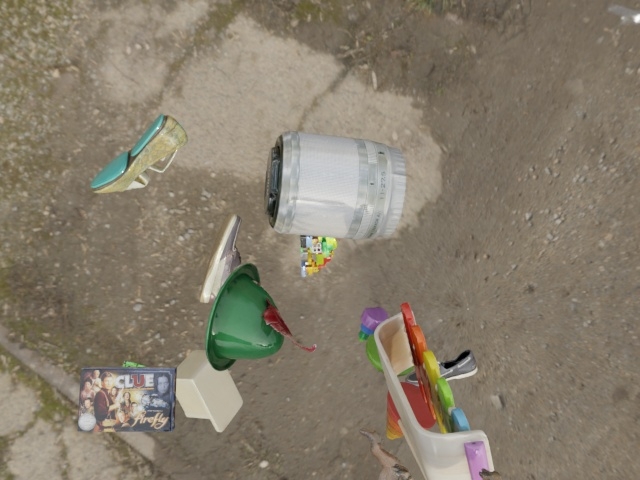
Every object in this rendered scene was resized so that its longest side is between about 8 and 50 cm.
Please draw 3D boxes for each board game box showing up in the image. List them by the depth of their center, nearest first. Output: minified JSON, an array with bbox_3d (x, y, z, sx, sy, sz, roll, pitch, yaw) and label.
[{"bbox_3d":[-0.509,0.418,1.448,0.243,0.042,0.165,1,85,-3],"label":"board game box"}]

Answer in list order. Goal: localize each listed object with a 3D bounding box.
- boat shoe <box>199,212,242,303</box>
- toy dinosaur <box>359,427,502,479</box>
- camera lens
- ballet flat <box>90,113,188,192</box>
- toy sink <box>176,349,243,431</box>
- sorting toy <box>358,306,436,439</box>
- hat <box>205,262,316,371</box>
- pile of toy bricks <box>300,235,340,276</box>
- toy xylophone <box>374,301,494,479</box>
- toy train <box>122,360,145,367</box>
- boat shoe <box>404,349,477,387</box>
[{"bbox_3d":[-0.285,0.059,1.655,0.092,0.103,0.285,19,90,-19],"label":"boat shoe"},{"bbox_3d":[0.103,0.349,0.616,0.295,0.127,0.200,13,89,16],"label":"toy dinosaur"},{"bbox_3d":[0.022,-0.116,1.182,0.274,0.219,0.219,4,84,-11],"label":"camera lens"},{"bbox_3d":[-0.510,-0.218,1.557,0.348,0.123,0.123,-35,75,23],"label":"ballet flat"},{"bbox_3d":[-0.393,0.514,1.870,0.131,0.153,0.234,-8,115,32],"label":"toy sink"},{"bbox_3d":[0.155,0.327,1.320,0.365,0.127,0.126,-109,35,-49],"label":"sorting toy"},{"bbox_3d":[-0.059,0.143,0.842,0.183,0.208,0.173,11,121,16],"label":"hat"},{"bbox_3d":[0.000,0.000,1.413,0.105,0.118,0.212,-2,119,-3],"label":"pile of toy bricks"},{"bbox_3d":[0.163,0.259,0.841,0.081,0.236,0.323,-18,34,-2],"label":"toy xylophone"},{"bbox_3d":[-0.636,0.427,1.863,0.083,0.017,0.024,9,85,12],"label":"toy train"},{"bbox_3d":[0.323,0.346,1.483,0.206,0.075,0.065,-14,111,-6],"label":"boat shoe"}]
